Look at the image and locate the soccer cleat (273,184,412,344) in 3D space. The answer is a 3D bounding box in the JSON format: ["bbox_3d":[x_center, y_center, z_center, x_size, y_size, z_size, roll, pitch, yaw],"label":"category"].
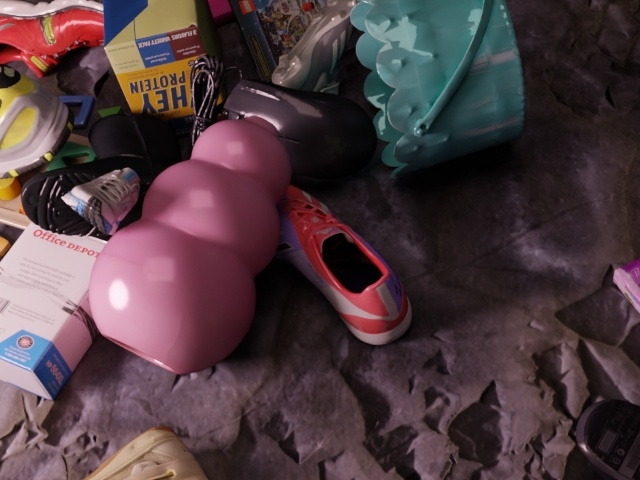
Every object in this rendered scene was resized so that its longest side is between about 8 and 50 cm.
[{"bbox_3d":[0.000,0.000,1.445,0.108,0.116,0.318,-35,54,-14],"label":"soccer cleat"}]

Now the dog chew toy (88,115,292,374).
[{"bbox_3d":[-0.145,-0.006,1.396,0.206,0.206,0.332,21,77,26],"label":"dog chew toy"}]

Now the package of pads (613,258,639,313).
[{"bbox_3d":[0.400,0.061,1.363,0.050,0.032,0.083,-24,52,-9],"label":"package of pads"}]

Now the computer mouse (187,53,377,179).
[{"bbox_3d":[-0.060,-0.145,1.545,0.272,0.188,0.072,9,20,9],"label":"computer mouse"}]

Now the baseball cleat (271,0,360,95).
[{"bbox_3d":[0.011,-0.276,1.656,0.206,0.109,0.072,-48,40,-14],"label":"baseball cleat"}]

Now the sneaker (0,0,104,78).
[{"bbox_3d":[-0.426,-0.318,1.812,0.279,0.107,0.118,2,69,20],"label":"sneaker"}]

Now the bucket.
[{"bbox_3d":[0.153,-0.233,1.503,0.183,0.281,0.281,-14,52,-1],"label":"bucket"}]

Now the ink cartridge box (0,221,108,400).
[{"bbox_3d":[-0.365,0.088,1.480,0.148,0.086,0.203,18,58,23],"label":"ink cartridge box"}]

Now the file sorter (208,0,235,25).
[{"bbox_3d":[-0.170,-0.491,1.813,0.291,0.182,0.202,-23,51,-5],"label":"file sorter"}]

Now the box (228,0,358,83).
[{"bbox_3d":[-0.057,-0.371,1.699,0.159,0.044,0.233,-22,92,-4],"label":"box"}]

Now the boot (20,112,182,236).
[{"bbox_3d":[-0.299,-0.098,1.550,0.246,0.094,0.207,-4,32,-21],"label":"boot"}]

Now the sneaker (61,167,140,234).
[{"bbox_3d":[-0.258,-0.057,1.368,0.071,0.191,0.083,42,88,-6],"label":"sneaker"}]

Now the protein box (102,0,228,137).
[{"bbox_3d":[-0.228,-0.292,1.663,0.136,0.201,0.200,-13,52,3],"label":"protein box"}]

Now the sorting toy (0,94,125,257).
[{"bbox_3d":[-0.415,-0.098,1.657,0.196,0.047,0.347,13,58,21],"label":"sorting toy"}]

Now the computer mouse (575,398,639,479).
[{"bbox_3d":[0.375,0.290,1.181,0.262,0.060,0.184,24,57,14],"label":"computer mouse"}]

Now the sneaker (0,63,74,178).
[{"bbox_3d":[-0.546,-0.144,1.620,0.385,0.147,0.145,-24,41,15],"label":"sneaker"}]

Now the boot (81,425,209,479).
[{"bbox_3d":[-0.209,0.353,1.242,0.262,0.095,0.203,-38,56,-21],"label":"boot"}]
